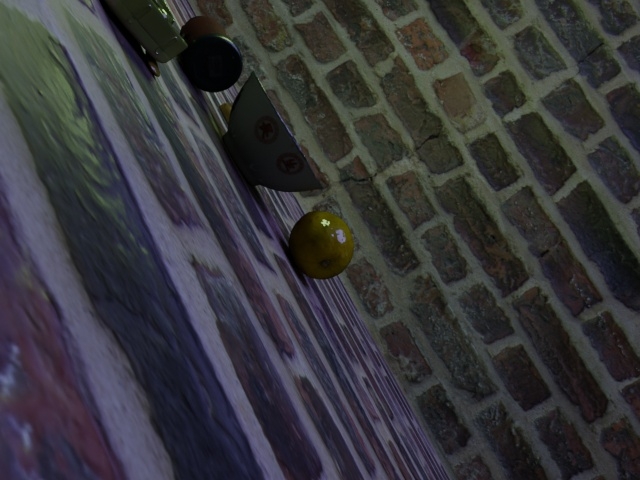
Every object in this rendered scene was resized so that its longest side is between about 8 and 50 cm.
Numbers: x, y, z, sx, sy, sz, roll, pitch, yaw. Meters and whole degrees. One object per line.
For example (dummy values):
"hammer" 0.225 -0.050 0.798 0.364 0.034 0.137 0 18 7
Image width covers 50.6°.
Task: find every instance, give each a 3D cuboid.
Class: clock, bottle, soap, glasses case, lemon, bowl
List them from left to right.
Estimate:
"clock" -0.321 -0.424 1.157 0.232 0.069 0.170 60 7 31
"soap" -0.293 -0.310 1.179 0.034 0.012 0.089 56 5 -38
"bottle" -0.299 -0.504 1.782 0.144 0.144 0.336 59 2 -33
"glasses case" -0.247 -0.336 2.020 0.170 0.041 0.065 61 2 30
"bowl" -0.142 -0.237 1.689 0.337 0.157 0.337 59 2 -4
"lemon" 0.000 0.010 1.687 0.170 0.170 0.207 59 1 -23

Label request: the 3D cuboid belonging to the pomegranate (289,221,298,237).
"pomegranate" -0.007 0.010 1.853 0.169 0.122 0.143 7 -33 39
